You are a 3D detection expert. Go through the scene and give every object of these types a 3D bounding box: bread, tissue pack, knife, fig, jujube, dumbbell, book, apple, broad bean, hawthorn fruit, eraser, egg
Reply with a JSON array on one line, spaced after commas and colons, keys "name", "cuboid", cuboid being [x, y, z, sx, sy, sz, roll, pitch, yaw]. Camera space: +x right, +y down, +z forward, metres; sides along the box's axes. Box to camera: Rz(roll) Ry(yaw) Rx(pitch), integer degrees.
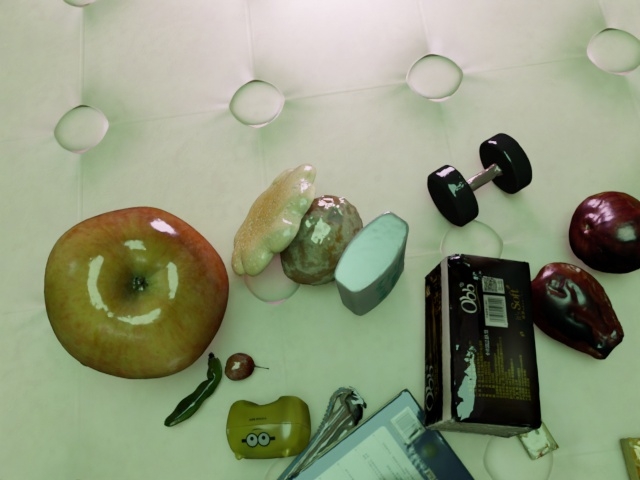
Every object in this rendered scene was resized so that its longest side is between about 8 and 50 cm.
[{"name": "bread", "cuboid": [0.725, 0.507, 1.252, 0.125, 0.068, 0.188, -6, 71, 2]}, {"name": "tissue pack", "cuboid": [-0.113, 0.417, 1.304, 0.178, 0.123, 0.127, -9, 61, 17]}, {"name": "knife", "cuboid": [-0.028, 0.486, 1.331, 0.089, 0.043, 0.365, 38, 80, 15]}, {"name": "fig", "cuboid": [0.711, -0.001, 1.385, 0.249, 0.204, 0.186, 20, 107, -23]}, {"name": "jujube", "cuboid": [0.573, 0.159, 1.339, 0.168, 0.168, 0.236, -41, 76, -9]}, {"name": "dumbbell", "cuboid": [0.389, -0.149, 1.456, 0.218, 0.152, 0.152, -31, 72, -6]}, {"name": "bread", "cuboid": [-0.119, -0.051, 1.409, 0.054, 0.316, 0.316, 36, 74, -24]}, {"name": "tissue pack", "cuboid": [0.342, 0.221, 1.288, 0.210, 0.198, 0.370, 6, 66, -1]}, {"name": "book", "cuboid": [0.108, 0.567, 1.275, 0.428, 0.039, 0.300, -35, 80, -8]}, {"name": "apple", "cuboid": [-0.392, 0.111, 1.288, 0.391, 0.346, 0.391, 2, 85, -18]}, {"name": "broad bean", "cuboid": [-0.286, 0.358, 1.389, 0.061, 0.046, 0.195, 23, 69, 23]}, {"name": "bread", "cuboid": [0.460, 0.407, 1.328, 0.068, 0.028, 0.154, -27, 70, -3]}, {"name": "hawthorn fruit", "cuboid": [-0.173, 0.296, 1.393, 0.103, 0.067, 0.067, -2, 71, 1]}, {"name": "eraser", "cuboid": [0.116, 0.061, 1.334, 0.104, 0.290, 0.189, 42, 82, 15]}, {"name": "egg", "cuboid": [0.000, 0.000, 1.416, 0.195, 0.195, 0.233, 42, 91, 16]}]

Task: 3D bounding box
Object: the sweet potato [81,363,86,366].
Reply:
[{"name": "sweet potato", "cuboid": [-0.533, 0.164, 1.452, 0.112, 0.085, 0.286, 19, 74, 5]}]
